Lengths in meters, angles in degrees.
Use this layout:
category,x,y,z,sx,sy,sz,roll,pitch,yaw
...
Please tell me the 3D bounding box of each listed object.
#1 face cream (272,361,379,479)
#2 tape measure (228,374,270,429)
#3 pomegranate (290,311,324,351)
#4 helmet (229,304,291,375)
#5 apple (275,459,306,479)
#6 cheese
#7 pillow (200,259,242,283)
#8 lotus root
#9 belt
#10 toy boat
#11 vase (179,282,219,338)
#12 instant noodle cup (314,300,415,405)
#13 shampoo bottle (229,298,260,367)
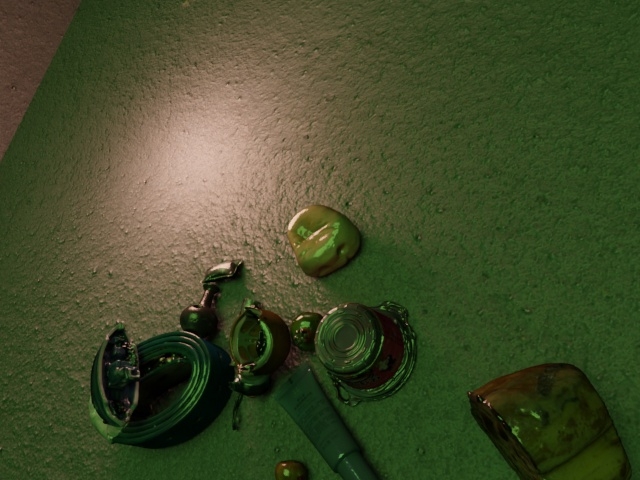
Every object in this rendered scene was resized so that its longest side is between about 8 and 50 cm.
category,x,y,z,sx,sy,sz,roll,pitch,yaw
face cream,0.014,0.492,1.387,0.135,0.086,0.385,-45,49,-1
tape measure,-0.200,0.455,1.545,0.107,0.104,0.180,8,101,15
pomegranate,-0.037,0.256,1.491,0.114,0.142,0.115,0,88,15
helmet,-0.161,0.289,1.512,0.224,0.130,0.199,-5,74,59
apple,-0.077,0.607,1.380,0.083,0.084,0.071,-5,73,26
cheese,0.000,0.000,1.608,0.235,0.117,0.218,2,70,33
pillow,-0.326,0.102,1.766,0.135,0.055,0.091,-12,51,22
lotus root,0.474,0.389,1.070,0.250,0.316,0.316,-30,56,3
belt,-0.479,0.455,1.611,0.436,0.173,0.300,-29,55,12
toy boat,-0.567,0.375,1.512,0.142,0.129,0.309,-31,54,26
vase,-0.377,0.222,1.716,0.120,0.120,0.183,-7,47,25
instant noodle cup,0.098,0.270,1.384,0.258,0.181,0.303,13,73,33
shampoo bottle,-0.231,0.285,1.631,0.063,0.057,0.208,5,71,22
